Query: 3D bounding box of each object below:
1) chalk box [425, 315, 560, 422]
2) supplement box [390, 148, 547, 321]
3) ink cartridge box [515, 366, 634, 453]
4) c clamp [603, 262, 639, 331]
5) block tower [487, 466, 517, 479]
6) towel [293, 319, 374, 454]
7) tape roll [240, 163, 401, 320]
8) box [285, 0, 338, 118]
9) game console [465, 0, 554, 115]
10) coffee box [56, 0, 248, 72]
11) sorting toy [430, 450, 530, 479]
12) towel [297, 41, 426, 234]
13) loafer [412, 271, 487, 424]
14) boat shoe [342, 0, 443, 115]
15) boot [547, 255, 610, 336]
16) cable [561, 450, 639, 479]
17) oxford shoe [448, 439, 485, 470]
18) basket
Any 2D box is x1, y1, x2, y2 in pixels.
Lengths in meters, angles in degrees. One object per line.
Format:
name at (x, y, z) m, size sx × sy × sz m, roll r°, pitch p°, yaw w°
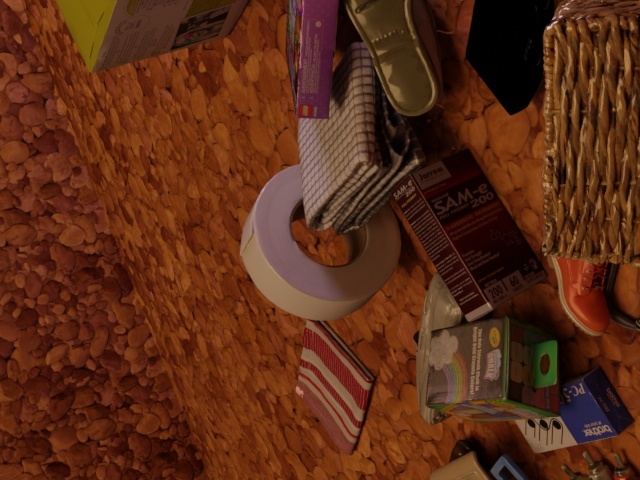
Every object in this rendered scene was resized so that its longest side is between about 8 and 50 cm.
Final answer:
chalk box at (0.287, 0.202, 1.221) m, size 0.213 × 0.132 × 0.132 m, roll -18°, pitch 56°, yaw 49°
supplement box at (0.230, -0.011, 1.222) m, size 0.239 × 0.130 × 0.073 m, roll 59°, pitch 150°, yaw 10°
ink cartridge box at (0.392, 0.275, 1.255) m, size 0.097 × 0.046 × 0.207 m, roll 59°, pitch 150°, yaw 8°
c clamp at (0.430, 0.065, 1.058) m, size 0.137 × 0.022 × 0.160 m, roll 43°, pitch 145°, yaw 37°
block tower at (0.399, 0.546, 1.401) m, size 0.335 × 0.097 × 0.091 m, roll 43°, pitch 144°, yaw 32°
towel at (0.027, 0.359, 1.932) m, size 0.237 × 0.037 × 0.329 m, roll 45°, pitch 145°, yaw 30°
tape roll at (0.000, 0.000, 1.448) m, size 0.286 × 0.286 × 0.100 m, roll 58°, pitch 151°, yaw 13°
box at (-0.019, -0.352, 1.289) m, size 0.293 × 0.057 × 0.200 m, roll -100°, pitch 13°, yaw -56°
game console at (0.194, -0.355, 1.062) m, size 0.361 × 0.044 × 0.213 m, roll 60°, pitch 170°, yaw 24°
coffee box at (-0.340, -0.582, 1.520) m, size 0.337 × 0.334 × 0.338 m, roll 64°, pitch 151°, yaw 3°
sorting toy at (0.279, 0.491, 1.408) m, size 0.196 × 0.047 × 0.347 m, roll 57°, pitch 149°, yaw 15°
towel at (0.059, -0.167, 1.325) m, size 0.283 × 0.121 × 0.235 m, roll 132°, pitch 139°, yaw -57°
loafer at (0.223, 0.198, 1.422) m, size 0.111 × 0.112 × 0.319 m, roll 43°, pitch 137°, yaw 43°
boat shoe at (0.108, -0.340, 1.178) m, size 0.113 × 0.103 × 0.302 m, roll -10°, pitch 107°, yaw 21°
boot at (0.371, 0.054, 1.090) m, size 0.084 × 0.059 × 0.157 m, roll -39°, pitch 67°, yaw 62°
cable at (0.503, 0.456, 1.228) m, size 0.139 × 0.072 × 0.287 m, roll -30°, pitch 98°, yaw 44°
oxford shoe at (0.274, 0.495, 1.565) m, size 0.083 × 0.096 × 0.227 m, roll 35°, pitch 137°, yaw 46°
basket at (0.378, -0.145, 0.917) m, size 0.214 × 0.223 × 0.299 m, roll 4°, pitch 119°, yaw 22°
